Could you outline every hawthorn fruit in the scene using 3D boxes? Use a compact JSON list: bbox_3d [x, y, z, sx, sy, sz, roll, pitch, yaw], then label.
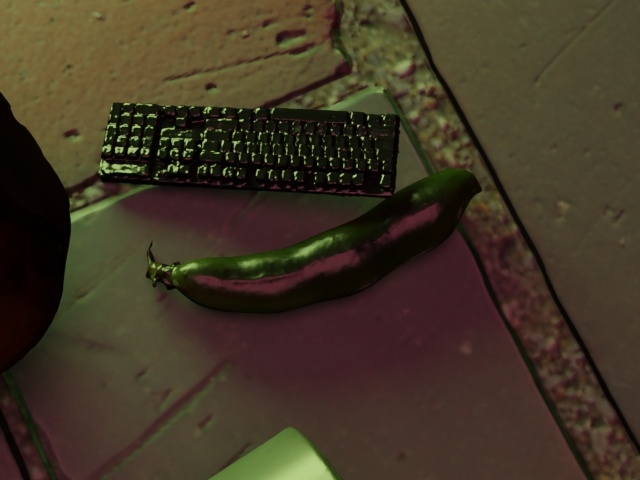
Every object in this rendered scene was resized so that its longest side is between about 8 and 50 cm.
[{"bbox_3d":[-0.270,0.003,0.873,0.249,0.215,0.215,-24,78,-13],"label":"hawthorn fruit"}]

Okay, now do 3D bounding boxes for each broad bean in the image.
[{"bbox_3d":[0.001,0.005,0.982,0.226,0.039,0.069,-13,70,-8],"label":"broad bean"}]

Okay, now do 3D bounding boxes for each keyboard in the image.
[{"bbox_3d":[-0.047,-0.060,0.990,0.195,0.018,0.060,3,69,6],"label":"keyboard"}]

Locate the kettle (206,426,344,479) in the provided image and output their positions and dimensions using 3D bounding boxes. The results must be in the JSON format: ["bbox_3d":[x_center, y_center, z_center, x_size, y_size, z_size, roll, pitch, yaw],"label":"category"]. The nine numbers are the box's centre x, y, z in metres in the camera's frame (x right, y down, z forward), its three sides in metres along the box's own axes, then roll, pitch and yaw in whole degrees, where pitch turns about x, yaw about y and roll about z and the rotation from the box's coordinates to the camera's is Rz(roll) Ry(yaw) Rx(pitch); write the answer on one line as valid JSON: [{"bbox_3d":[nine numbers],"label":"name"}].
[{"bbox_3d":[-0.088,0.286,0.833,0.318,0.265,0.205,-30,47,-13],"label":"kettle"}]
